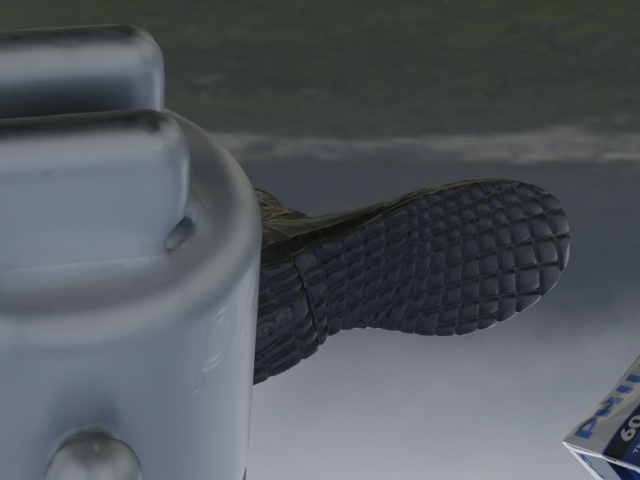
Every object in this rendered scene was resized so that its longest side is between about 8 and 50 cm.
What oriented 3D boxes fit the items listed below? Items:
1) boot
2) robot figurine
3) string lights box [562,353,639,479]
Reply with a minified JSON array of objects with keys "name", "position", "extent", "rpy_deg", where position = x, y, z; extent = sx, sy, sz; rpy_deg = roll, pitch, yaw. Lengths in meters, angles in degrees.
[{"name":"boot","position":[0.000,0.000,1.221],"extent":[0.338,0.118,0.223],"rpy_deg":[-11,-160,-21]},{"name":"robot figurine","position":[-0.133,0.065,0.811],"extent":[0.200,0.353,0.300],"rpy_deg":[-3,-139,-11]},{"name":"string lights box","position":[0.235,0.088,0.733],"extent":[0.077,0.133,0.260],"rpy_deg":[46,168,-16]}]
